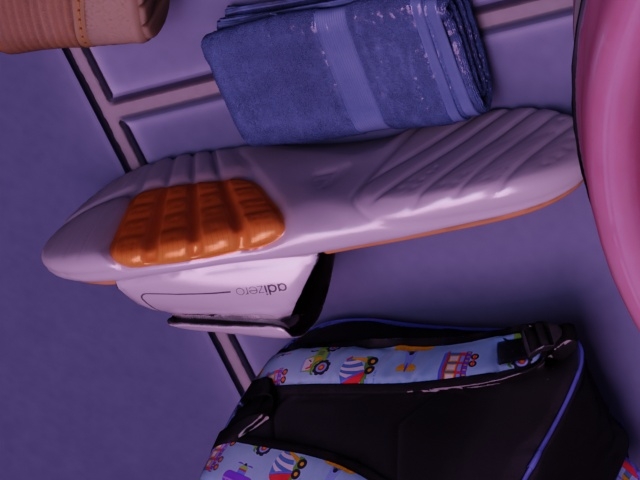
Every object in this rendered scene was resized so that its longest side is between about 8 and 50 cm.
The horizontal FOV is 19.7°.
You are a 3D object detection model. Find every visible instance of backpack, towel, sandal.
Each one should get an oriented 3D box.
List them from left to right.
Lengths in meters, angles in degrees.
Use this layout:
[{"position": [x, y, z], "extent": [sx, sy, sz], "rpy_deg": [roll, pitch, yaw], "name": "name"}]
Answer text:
[{"position": [-0.003, 0.005, 0.814], "extent": [0.265, 0.102, 0.076], "rpy_deg": [-7, 117, 25], "name": "sandal"}, {"position": [0.012, -0.077, 0.797], "extent": [0.119, 0.029, 0.067], "rpy_deg": [-6, 120, 26], "name": "towel"}, {"position": [0.038, 0.115, 0.845], "extent": [0.173, 0.158, 0.117], "rpy_deg": [5, 144, 36], "name": "backpack"}]

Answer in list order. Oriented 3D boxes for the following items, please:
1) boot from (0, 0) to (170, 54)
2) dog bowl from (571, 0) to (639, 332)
[{"position": [-0.170, -0.189, 0.756], "extent": [0.207, 0.090, 0.248], "rpy_deg": [11, 130, 14], "name": "boot"}, {"position": [0.271, -0.050, 0.628], "extent": [0.408, 0.150, 0.408], "rpy_deg": [12, 126, 16], "name": "dog bowl"}]
